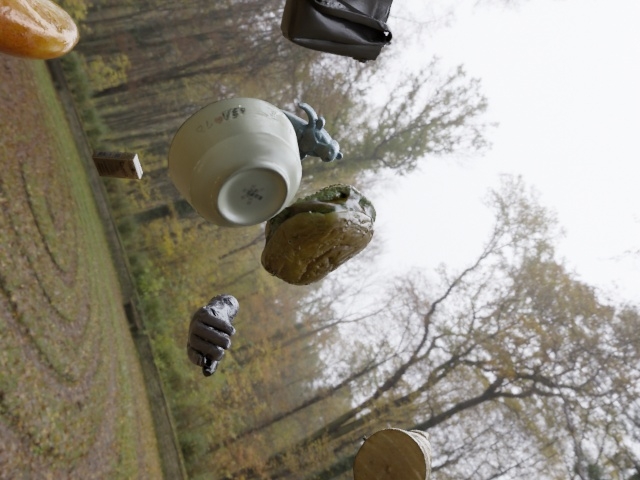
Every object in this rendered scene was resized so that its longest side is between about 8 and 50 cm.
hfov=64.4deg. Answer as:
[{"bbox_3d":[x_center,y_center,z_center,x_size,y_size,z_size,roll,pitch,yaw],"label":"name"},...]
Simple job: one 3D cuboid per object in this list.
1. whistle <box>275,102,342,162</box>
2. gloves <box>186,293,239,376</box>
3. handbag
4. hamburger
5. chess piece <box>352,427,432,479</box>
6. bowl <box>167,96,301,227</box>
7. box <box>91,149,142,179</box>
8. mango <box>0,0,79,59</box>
[{"bbox_3d":[-0.047,-0.329,1.595,0.180,0.269,0.093,-57,-170,33],"label":"whistle"},{"bbox_3d":[-0.260,0.225,1.236,0.285,0.119,0.142,-111,-163,-73],"label":"gloves"},{"bbox_3d":[0.066,-0.537,1.078,0.113,0.257,0.285,-118,-138,-53],"label":"handbag"},{"bbox_3d":[-0.001,-0.001,1.206,0.265,0.285,0.134,28,36,-46],"label":"hamburger"},{"bbox_3d":[0.166,0.437,0.987,0.137,0.137,0.301,62,8,29],"label":"chess piece"},{"bbox_3d":[-0.133,-0.112,0.874,0.238,0.237,0.126,90,-20,-45],"label":"bowl"},{"bbox_3d":[-0.399,-0.148,0.999,0.053,0.083,0.024,94,-1,-51],"label":"box"},{"bbox_3d":[-0.583,-0.427,0.987,0.154,0.252,0.126,45,-68,13],"label":"mango"}]
